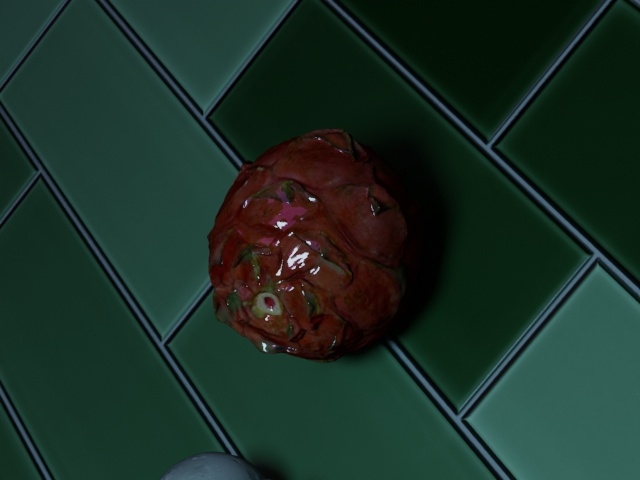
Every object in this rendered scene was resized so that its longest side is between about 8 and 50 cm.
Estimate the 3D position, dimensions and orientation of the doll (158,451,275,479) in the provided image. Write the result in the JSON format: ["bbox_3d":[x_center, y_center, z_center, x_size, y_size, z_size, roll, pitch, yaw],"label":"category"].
[{"bbox_3d":[-0.051,0.300,1.946,0.287,0.151,0.151,5,70,42],"label":"doll"}]

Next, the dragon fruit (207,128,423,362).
[{"bbox_3d":[-0.005,0.008,2.010,0.241,0.241,0.252,-41,32,20],"label":"dragon fruit"}]
